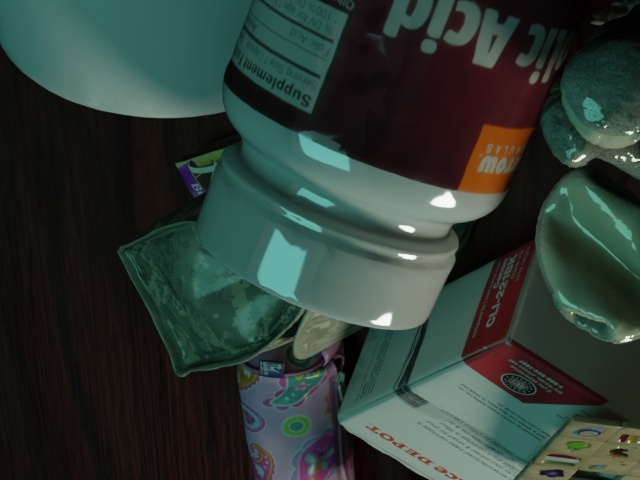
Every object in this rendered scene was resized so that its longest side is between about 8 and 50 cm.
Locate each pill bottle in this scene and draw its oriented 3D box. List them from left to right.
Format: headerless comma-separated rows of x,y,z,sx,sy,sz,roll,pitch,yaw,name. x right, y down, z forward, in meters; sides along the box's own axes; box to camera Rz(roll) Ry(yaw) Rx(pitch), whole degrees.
0.063,-0.151,1.155,0.224,0.224,0.392,30,108,28,pill bottle

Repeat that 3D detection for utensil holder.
-0.122,-0.334,1.259,0.327,0.327,0.385,32,140,27,utensil holder

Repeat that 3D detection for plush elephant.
0.284,-0.043,1.097,0.330,0.271,0.255,-131,25,-79,plush elephant

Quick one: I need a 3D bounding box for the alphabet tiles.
0.294,0.190,1.338,0.237,0.009,0.198,8,155,-5,alphabet tiles

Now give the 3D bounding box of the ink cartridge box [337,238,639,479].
0.172,0.129,1.430,0.197,0.114,0.273,33,147,-17,ink cartridge box

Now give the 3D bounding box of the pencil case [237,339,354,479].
-0.019,0.211,1.761,0.124,0.124,0.284,22,132,36,pencil case

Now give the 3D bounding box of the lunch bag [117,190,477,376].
0.000,0.000,1.468,0.287,0.235,0.169,-19,98,53,lunch bag

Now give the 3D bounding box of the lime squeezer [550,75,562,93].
0.280,-0.050,1.289,0.310,0.059,0.110,48,174,5,lime squeezer

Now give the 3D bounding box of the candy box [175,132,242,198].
-0.062,-0.020,1.676,0.109,0.053,0.187,-11,111,51,candy box
